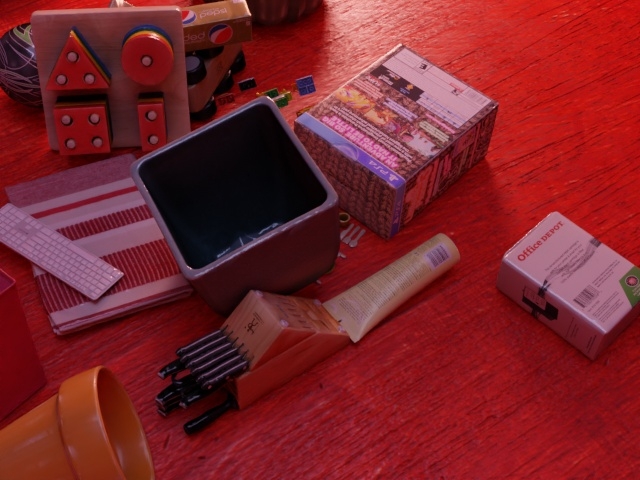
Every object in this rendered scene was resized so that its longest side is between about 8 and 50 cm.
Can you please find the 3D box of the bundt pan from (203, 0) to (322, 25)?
[{"bbox_3d":[-0.117,-0.568,2.152,0.331,0.124,0.331,1,52,-1],"label":"bundt pan"}]

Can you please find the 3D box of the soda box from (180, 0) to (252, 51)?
[{"bbox_3d":[-0.219,-0.390,1.884,0.181,0.061,0.058,-12,52,-10],"label":"soda box"}]

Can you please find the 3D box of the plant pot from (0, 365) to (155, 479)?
[{"bbox_3d":[-0.352,0.299,1.410,0.188,0.205,0.205,-21,54,0],"label":"plant pot"}]

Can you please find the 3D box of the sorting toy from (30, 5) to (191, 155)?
[{"bbox_3d":[-0.365,-0.271,1.807,0.257,0.255,0.089,-3,30,-5],"label":"sorting toy"}]

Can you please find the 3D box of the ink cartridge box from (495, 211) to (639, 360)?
[{"bbox_3d":[0.414,0.070,1.683,0.153,0.087,0.208,-37,62,-27],"label":"ink cartridge box"}]

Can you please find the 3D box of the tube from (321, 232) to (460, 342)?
[{"bbox_3d":[0.121,0.073,1.694,0.240,0.062,0.070,-33,16,-20],"label":"tube"}]

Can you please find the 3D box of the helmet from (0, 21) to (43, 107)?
[{"bbox_3d":[-0.525,-0.326,1.916,0.169,0.169,0.161,17,36,11],"label":"helmet"}]

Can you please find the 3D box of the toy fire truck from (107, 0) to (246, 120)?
[{"bbox_3d":[-0.298,-0.363,1.977,0.246,0.158,0.217,10,51,21],"label":"toy fire truck"}]

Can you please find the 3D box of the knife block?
[{"bbox_3d":[-0.113,0.195,1.577,0.088,0.242,0.276,48,19,29],"label":"knife block"}]

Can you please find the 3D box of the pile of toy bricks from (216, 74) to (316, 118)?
[{"bbox_3d":[-0.097,-0.255,1.930,0.212,0.118,0.105,-18,14,-3],"label":"pile of toy bricks"}]

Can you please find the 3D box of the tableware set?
[{"bbox_3d":[0.000,0.000,1.763,0.104,0.024,0.154,30,56,20],"label":"tableware set"}]

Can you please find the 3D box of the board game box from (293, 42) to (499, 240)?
[{"bbox_3d":[0.133,-0.182,1.839,0.232,0.141,0.291,37,59,24],"label":"board game box"}]

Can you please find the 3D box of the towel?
[{"bbox_3d":[-0.377,0.000,1.740,0.237,0.037,0.329,-18,55,-17],"label":"towel"}]

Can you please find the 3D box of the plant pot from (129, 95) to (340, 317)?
[{"bbox_3d":[-0.111,-0.021,1.616,0.247,0.252,0.248,-29,57,-7],"label":"plant pot"}]

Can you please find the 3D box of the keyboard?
[{"bbox_3d":[-0.444,0.016,1.690,0.256,0.014,0.072,29,55,18],"label":"keyboard"}]

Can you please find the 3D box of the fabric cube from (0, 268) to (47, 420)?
[{"bbox_3d":[-0.588,0.143,1.473,0.259,0.258,0.254,35,58,23],"label":"fabric cube"}]
